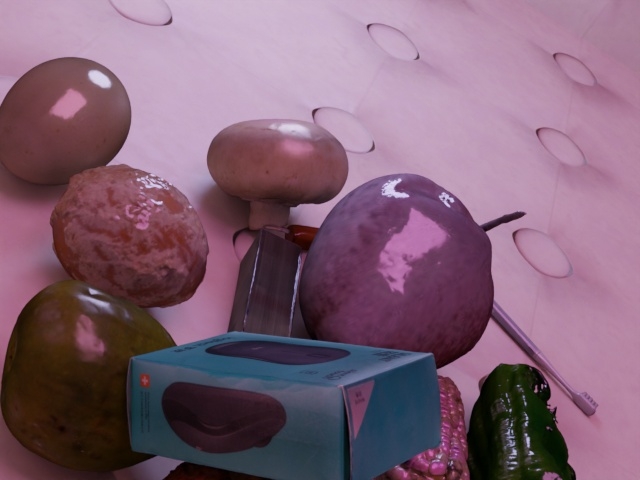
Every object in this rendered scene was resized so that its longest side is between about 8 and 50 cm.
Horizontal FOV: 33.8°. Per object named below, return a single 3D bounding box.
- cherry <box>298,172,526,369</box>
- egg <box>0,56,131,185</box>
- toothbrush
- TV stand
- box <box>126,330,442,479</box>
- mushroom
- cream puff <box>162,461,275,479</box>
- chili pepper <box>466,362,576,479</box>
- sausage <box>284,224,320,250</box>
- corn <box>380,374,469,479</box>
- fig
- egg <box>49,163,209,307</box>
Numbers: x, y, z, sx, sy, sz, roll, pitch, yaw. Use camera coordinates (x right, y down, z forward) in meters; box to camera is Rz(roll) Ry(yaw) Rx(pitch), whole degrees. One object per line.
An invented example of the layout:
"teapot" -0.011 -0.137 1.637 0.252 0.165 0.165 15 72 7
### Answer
"cherry" 0.117 0.056 1.679 0.335 0.291 0.326 -3 90 -38
"egg" -0.407 -0.184 1.656 0.189 0.188 0.253 35 45 2
"toothbrush" 0.391 0.194 1.971 0.342 0.025 0.030 47 33 17
"TV stand" -0.091 0.107 1.646 0.083 0.088 0.269 25 37 -13
"box" -0.043 0.185 1.210 0.312 0.118 0.205 3 9 35
"mushroom" -0.080 -0.114 1.827 0.246 0.202 0.246 9 1 0
"cream puff" -0.061 0.360 1.219 0.351 0.228 0.350 19 24 -9
"chili pepper" 0.298 0.345 1.600 0.168 0.213 0.385 -9 25 13
"sausage" 0.000 0.000 1.879 0.131 0.041 0.039 10 38 -29
"corn" 0.158 0.296 1.550 0.127 0.126 0.335 31 19 -4
"fig" -0.253 0.194 1.312 0.314 0.233 0.233 35 36 -5
"egg" -0.277 -0.002 1.541 0.245 0.203 0.203 37 35 -14
